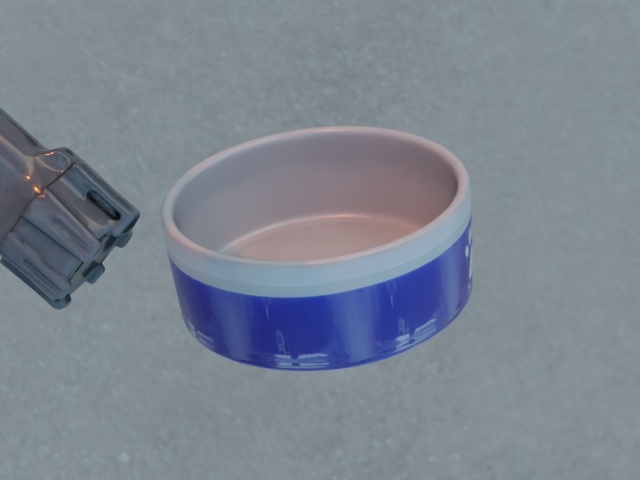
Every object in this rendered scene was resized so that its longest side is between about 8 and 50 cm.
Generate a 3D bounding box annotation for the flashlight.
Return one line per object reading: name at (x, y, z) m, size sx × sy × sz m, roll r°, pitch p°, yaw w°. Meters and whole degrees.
flashlight at (-0.279, -0.074, 1.006) m, size 0.103 × 0.304 × 0.103 m, roll -45°, pitch 175°, yaw -26°

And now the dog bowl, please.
dog bowl at (0.000, 0.000, 1.199) m, size 0.264 × 0.265 × 0.104 m, roll -21°, pitch 121°, yaw -24°
